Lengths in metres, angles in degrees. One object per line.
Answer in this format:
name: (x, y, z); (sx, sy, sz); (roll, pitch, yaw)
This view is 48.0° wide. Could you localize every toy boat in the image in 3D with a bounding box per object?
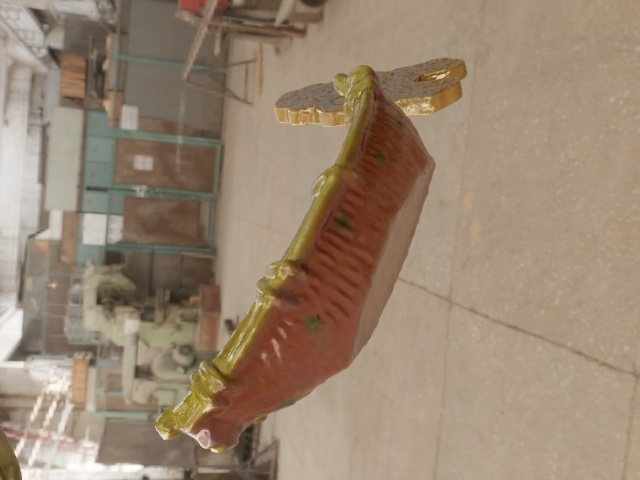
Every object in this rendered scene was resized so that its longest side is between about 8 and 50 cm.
toy boat: (0.007, 0.000, 0.471); (0.141, 0.099, 0.318); (83, -155, -50)

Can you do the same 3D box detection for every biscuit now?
biscuit: (0.058, -0.176, 0.878); (0.144, 0.236, 0.040); (-61, -41, -60)

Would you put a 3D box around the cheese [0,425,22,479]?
cheese: (-0.381, 0.218, 0.594); (0.127, 0.233, 0.266); (20, 135, 60)
